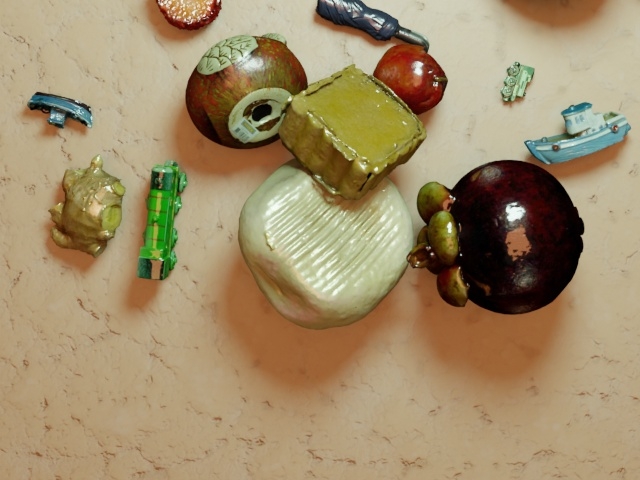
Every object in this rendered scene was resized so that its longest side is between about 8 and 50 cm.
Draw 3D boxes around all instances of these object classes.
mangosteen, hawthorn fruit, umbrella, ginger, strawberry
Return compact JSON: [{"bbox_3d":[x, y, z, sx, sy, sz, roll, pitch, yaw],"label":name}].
[{"bbox_3d":[0.330,-0.003,1.766,0.347,0.307,0.306,-6,95,-4],"label":"mangosteen"},{"bbox_3d":[0.187,-0.319,1.812,0.148,0.172,0.148,-3,96,-34],"label":"hawthorn fruit"},{"bbox_3d":[0.111,-0.447,1.856,0.248,0.071,0.070,18,96,-5],"label":"umbrella"},{"bbox_3d":[-0.474,-0.074,1.878,0.157,0.102,0.216,21,102,26],"label":"ginger"},{"bbox_3d":[-0.266,-0.493,1.841,0.145,0.086,0.145,0,97,0],"label":"strawberry"}]

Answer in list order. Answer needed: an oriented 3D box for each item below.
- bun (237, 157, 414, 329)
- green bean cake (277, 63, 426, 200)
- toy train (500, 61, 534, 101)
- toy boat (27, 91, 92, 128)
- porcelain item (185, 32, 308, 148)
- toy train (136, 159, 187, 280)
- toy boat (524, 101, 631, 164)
[{"bbox_3d":[0.000,0.000,1.809,0.361,0.213,0.361,7,72,-21],"label":"bun"},{"bbox_3d":[0.057,-0.206,1.739,0.230,0.131,0.224,44,51,12],"label":"green bean cake"},{"bbox_3d":[0.403,-0.323,1.874,0.053,0.033,0.083,15,96,-4],"label":"toy train"},{"bbox_3d":[-0.535,-0.262,1.880,0.137,0.060,0.060,14,76,-6],"label":"toy boat"},{"bbox_3d":[-0.157,-0.311,1.817,0.253,0.253,0.252,0,96,1],"label":"porcelain item"},{"bbox_3d":[-0.329,-0.039,1.871,0.085,0.119,0.251,7,97,1],"label":"toy train"},{"bbox_3d":[0.518,-0.228,1.851,0.215,0.088,0.102,-21,104,1],"label":"toy boat"}]
